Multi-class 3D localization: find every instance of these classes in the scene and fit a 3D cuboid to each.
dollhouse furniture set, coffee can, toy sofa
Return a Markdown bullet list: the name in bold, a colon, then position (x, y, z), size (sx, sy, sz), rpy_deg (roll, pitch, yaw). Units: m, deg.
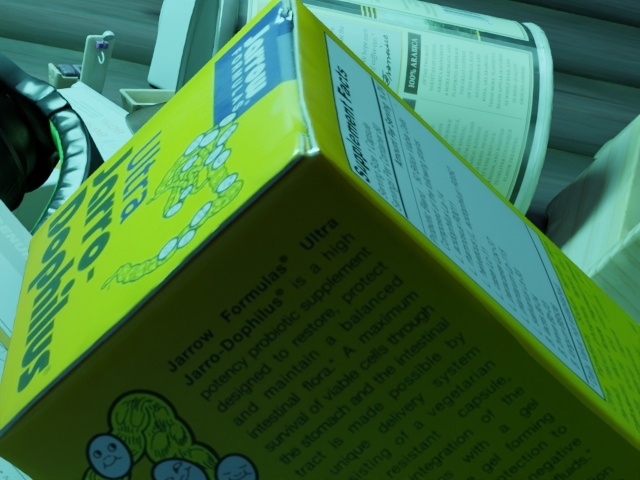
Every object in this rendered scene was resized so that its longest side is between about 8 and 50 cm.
- **dollhouse furniture set**: position (-0.173, -0.158, 1.461), size (0.114, 0.081, 0.091), rpy_deg (-3, 31, -34)
- **coffee can**: position (0.027, -0.108, 1.337), size (0.275, 0.202, 0.201), rpy_deg (10, 26, -12)
- **toy sofa**: position (0.281, 0.018, 1.330), size (0.150, 0.177, 0.362), rpy_deg (41, 26, -4)

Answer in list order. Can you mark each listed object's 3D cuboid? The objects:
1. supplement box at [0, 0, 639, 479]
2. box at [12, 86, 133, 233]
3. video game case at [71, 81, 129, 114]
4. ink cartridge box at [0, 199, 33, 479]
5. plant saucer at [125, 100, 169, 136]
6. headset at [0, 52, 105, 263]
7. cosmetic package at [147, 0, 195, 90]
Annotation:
- **supplement box**: position (0.045, 0.090, 0.784), size (0.356, 0.195, 0.194), rpy_deg (42, 17, -21)
- **box**: position (-0.203, -0.040, 1.191), size (0.130, 0.091, 0.170), rpy_deg (34, 30, 31)
- **video game case**: position (-0.150, -0.065, 1.284), size (0.122, 0.087, 0.011), rpy_deg (32, 52, 31)
- **ink cartridge box**: position (-0.157, 0.134, 0.751), size (0.296, 0.066, 0.261), rpy_deg (49, 32, 3)
- **plant saucer**: position (0.000, 0.000, 1.103), size (0.310, 0.050, 0.310), rpy_deg (40, 5, -4)
- **headset**: position (-0.272, -0.013, 1.006), size (0.243, 0.185, 0.394), rpy_deg (-36, 43, -15)
- **cosmetic package**: position (-0.037, -0.193, 1.530), size (0.183, 0.151, 0.151), rpy_deg (29, 28, 23)
